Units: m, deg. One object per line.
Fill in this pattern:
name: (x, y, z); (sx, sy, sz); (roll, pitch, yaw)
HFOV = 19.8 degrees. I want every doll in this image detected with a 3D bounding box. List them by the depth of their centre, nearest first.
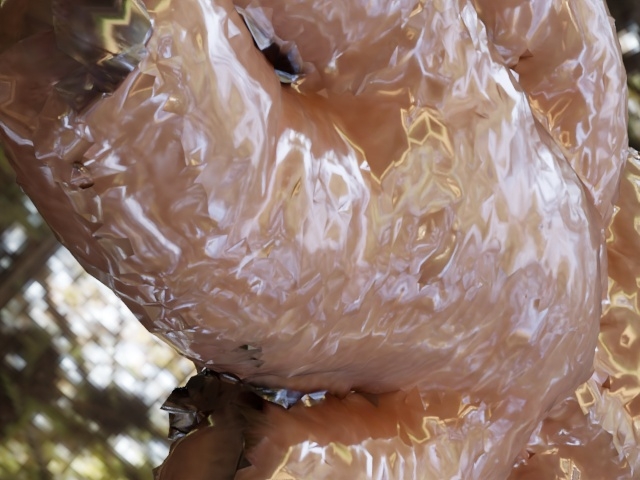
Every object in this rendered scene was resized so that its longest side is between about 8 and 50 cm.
doll: (0.000, 0.000, 0.466); (0.156, 0.303, 0.201); (12, -114, 40)
